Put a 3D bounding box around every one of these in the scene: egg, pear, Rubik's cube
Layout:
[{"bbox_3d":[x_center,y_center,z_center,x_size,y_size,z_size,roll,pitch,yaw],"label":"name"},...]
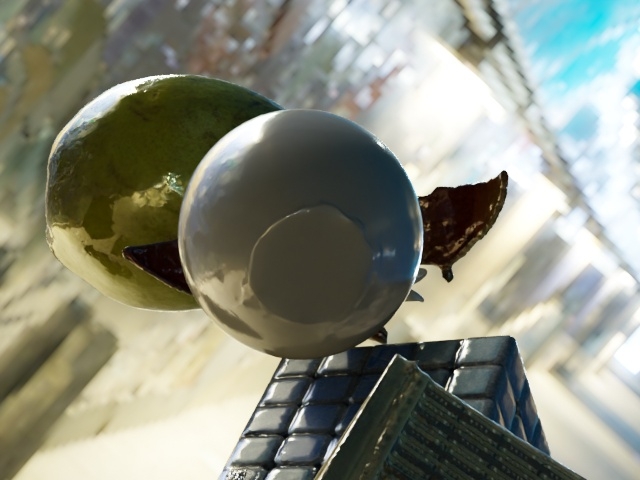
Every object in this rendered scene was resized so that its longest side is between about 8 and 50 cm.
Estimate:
[{"bbox_3d":[-0.014,-0.008,1.394,0.176,0.176,0.232,41,12,-8],"label":"egg"},{"bbox_3d":[-0.135,-0.048,2.020,0.307,0.253,0.253,6,0,7],"label":"pear"},{"bbox_3d":[0.065,0.245,1.679,0.237,0.236,0.238,-63,142,-53],"label":"Rubik's cube"}]

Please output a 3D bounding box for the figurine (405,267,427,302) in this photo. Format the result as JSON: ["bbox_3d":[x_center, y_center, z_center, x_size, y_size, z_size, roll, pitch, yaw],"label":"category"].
[{"bbox_3d":[0.015,0.050,1.719,0.146,0.081,0.098,12,43,9],"label":"figurine"}]

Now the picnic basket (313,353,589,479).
[{"bbox_3d":[0.003,0.250,1.067,0.175,0.313,0.228,32,37,2],"label":"picnic basket"}]

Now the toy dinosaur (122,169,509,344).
[{"bbox_3d":[-0.007,-0.008,1.805,0.327,0.207,0.113,15,2,0],"label":"toy dinosaur"}]
